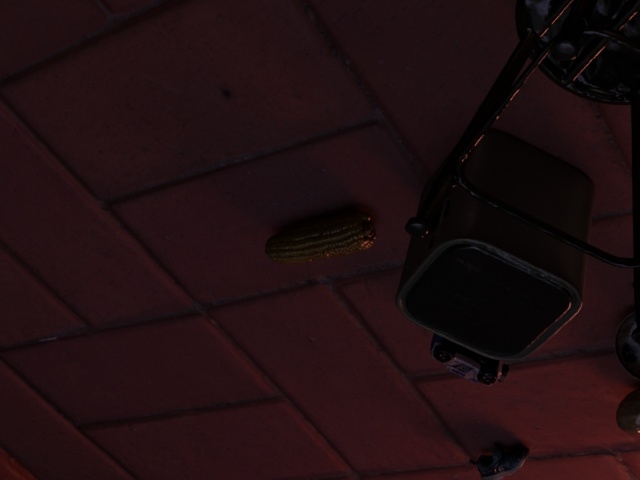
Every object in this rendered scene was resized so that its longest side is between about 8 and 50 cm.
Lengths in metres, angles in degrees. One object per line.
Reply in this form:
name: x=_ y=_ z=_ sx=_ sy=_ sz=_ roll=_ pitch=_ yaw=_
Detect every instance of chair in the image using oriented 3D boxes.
chair: x=0.380 y=-0.181 z=1.436 sx=0.362 sy=0.410 sz=0.364 roll=25 pitch=140 yaw=-9

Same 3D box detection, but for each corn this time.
corn: x=0.000 y=0.000 z=2.053 sx=0.231 sy=0.080 sz=0.080 roll=-15 pitch=130 yaw=35

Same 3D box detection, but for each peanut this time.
peanut: x=0.659 y=0.318 z=2.146 sx=0.090 sy=0.098 sz=0.214 roll=29 pitch=143 yaw=-28

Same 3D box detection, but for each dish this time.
dish: x=0.611 y=0.183 z=2.038 sx=0.141 sy=0.078 sz=0.141 roll=4 pitch=101 yaw=23

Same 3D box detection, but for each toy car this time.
toy car: x=0.292 y=0.228 z=2.199 sx=0.171 sy=0.080 sz=0.070 roll=27 pitch=141 yaw=-12

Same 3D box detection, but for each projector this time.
projector: x=0.285 y=0.011 z=1.820 sx=0.248 sy=0.249 sz=0.248 roll=25 pitch=140 yaw=-9

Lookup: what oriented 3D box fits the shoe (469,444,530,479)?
shoe: x=0.400 y=0.482 z=2.469 sx=0.143 sy=0.064 sz=0.071 roll=-34 pitch=100 yaw=38
